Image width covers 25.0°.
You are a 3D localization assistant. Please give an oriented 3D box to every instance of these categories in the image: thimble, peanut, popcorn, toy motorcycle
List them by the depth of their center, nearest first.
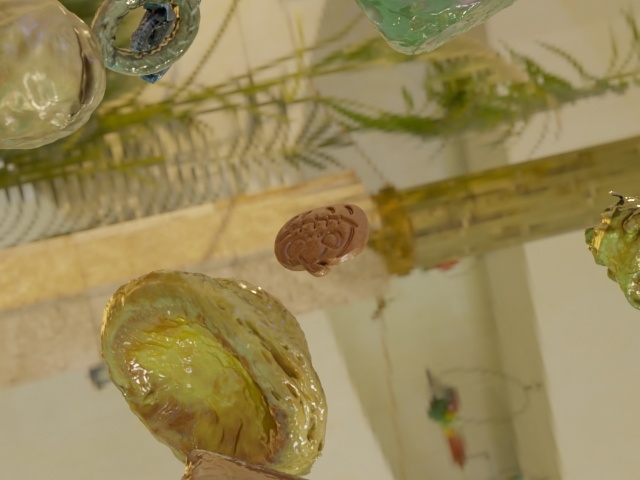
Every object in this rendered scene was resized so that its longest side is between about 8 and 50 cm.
[{"bbox_3d":[-0.302,-0.132,1.193,0.313,0.149,0.149,-13,-90,43],"label":"peanut"},{"bbox_3d":[-0.161,-0.193,1.306,0.084,0.110,0.062,64,-4,-9],"label":"thimble"},{"bbox_3d":[0.425,0.003,1.853,0.173,0.174,0.142,-115,-164,-52],"label":"popcorn"},{"bbox_3d":[-0.178,-0.324,1.857,0.254,0.092,0.135,-64,168,3],"label":"toy motorcycle"}]

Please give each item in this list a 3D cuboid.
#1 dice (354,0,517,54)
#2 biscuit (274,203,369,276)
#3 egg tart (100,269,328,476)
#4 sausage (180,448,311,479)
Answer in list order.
[{"bbox_3d":[0.166,-0.455,1.944,0.330,0.322,0.318,57,15,-3],"label":"dice"},{"bbox_3d":[0.000,0.000,1.285,0.078,0.091,0.015,-85,152,-42],"label":"biscuit"},{"bbox_3d":[-0.109,0.147,1.693,0.319,0.128,0.319,22,-47,26],"label":"egg tart"},{"bbox_3d":[0.030,0.206,0.804,0.123,0.253,0.123,15,90,-82],"label":"sausage"}]
